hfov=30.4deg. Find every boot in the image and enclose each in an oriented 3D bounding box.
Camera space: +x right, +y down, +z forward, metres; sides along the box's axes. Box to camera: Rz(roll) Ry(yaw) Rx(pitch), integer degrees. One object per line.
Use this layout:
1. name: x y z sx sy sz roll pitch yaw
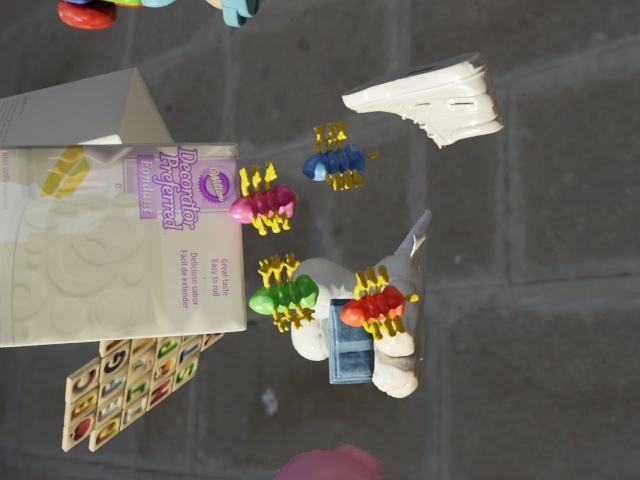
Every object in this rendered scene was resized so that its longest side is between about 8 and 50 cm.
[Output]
1. boot: 0.147 -0.188 1.718 0.258 0.095 0.123 -5 113 47

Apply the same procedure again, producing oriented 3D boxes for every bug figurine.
1. bug figurine: 0.000 0.000 1.453 0.072 0.216 0.279 144 115 -63

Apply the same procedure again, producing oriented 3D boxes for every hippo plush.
1. hippo plush: 0.051 0.116 1.947 0.234 0.236 0.294 -60 -28 -67

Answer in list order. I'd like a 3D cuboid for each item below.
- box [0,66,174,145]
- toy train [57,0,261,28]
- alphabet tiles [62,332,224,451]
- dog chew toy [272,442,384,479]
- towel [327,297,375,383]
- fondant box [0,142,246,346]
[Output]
1. box: -0.401 -0.093 1.754 0.345 0.215 0.168 -11 43 13
2. toy train: -0.094 -0.224 0.902 0.248 0.143 0.105 -60 -19 -66
3. alphabet tiles: -0.250 0.170 1.763 0.011 0.342 0.285 37 137 20
4. dog chew toy: -0.039 0.344 1.100 0.206 0.206 0.332 5 61 56
5. towel: 0.044 0.141 1.663 0.029 0.067 0.120 -155 64 -80
6. fondant box: -0.265 0.002 1.454 0.096 0.330 0.238 174 93 -70
